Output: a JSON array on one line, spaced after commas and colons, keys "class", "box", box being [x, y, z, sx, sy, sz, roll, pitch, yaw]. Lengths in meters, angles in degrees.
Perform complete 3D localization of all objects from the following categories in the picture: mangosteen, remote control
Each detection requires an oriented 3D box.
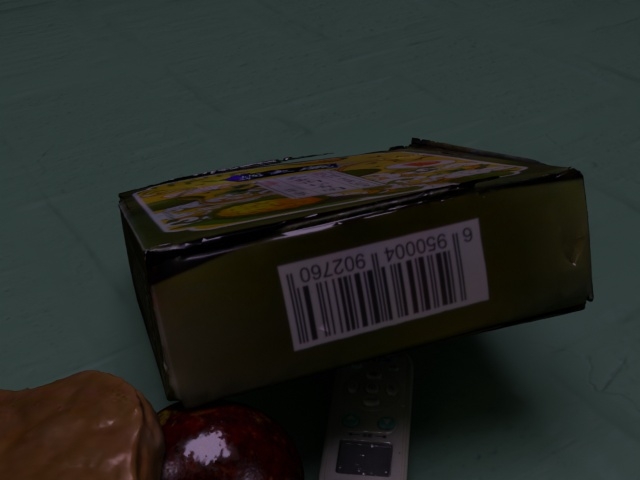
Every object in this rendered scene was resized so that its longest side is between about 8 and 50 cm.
[{"class": "mangosteen", "box": [-0.094, 0.219, 0.702, 0.156, 0.181, 0.146, 11, -11, -10]}, {"class": "remote control", "box": [0.046, 0.176, 0.822, 0.078, 0.042, 0.221, 4, 35, 6]}]

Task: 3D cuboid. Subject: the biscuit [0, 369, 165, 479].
[{"class": "biscuit", "box": [-0.278, 0.256, 0.578, 0.365, 0.062, 0.385, -12, 43, 14]}]

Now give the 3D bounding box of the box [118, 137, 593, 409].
[{"class": "box", "box": [0.000, 0.000, 0.879, 0.373, 0.138, 0.420, -12, 12, -13]}]
